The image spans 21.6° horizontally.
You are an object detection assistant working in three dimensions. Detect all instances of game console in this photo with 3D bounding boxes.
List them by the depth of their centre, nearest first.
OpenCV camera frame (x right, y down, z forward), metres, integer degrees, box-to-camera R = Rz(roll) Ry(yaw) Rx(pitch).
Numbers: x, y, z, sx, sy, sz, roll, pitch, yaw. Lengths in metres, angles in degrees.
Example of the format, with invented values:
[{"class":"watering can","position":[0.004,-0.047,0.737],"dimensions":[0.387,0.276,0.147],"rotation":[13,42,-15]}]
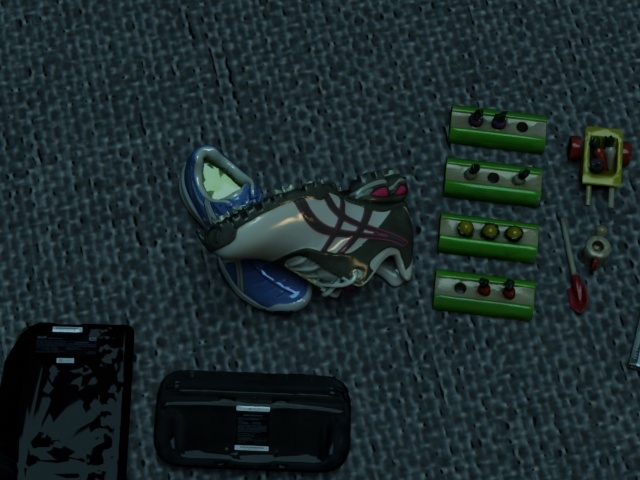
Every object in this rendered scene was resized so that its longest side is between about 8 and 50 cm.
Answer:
[{"class":"game console","position":[-0.149,0.194,1.706],"dimensions":[0.361,0.044,0.213],"rotation":[2,68,-2]}]

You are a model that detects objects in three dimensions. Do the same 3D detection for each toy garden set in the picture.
[{"class":"toy garden set","position":[0.234,-0.034,1.823],"dimensions":[0.204,0.049,0.244],"rotation":[7,66,0]}]

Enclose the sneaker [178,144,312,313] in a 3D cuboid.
[{"class":"sneaker","position":[-0.083,-0.011,1.777],"dimensions":[0.080,0.081,0.211],"rotation":[-34,74,-18]}]

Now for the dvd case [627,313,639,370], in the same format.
[{"class":"dvd case","position":[0.394,0.112,1.790],"dimensions":[0.119,0.013,0.087],"rotation":[17,67,5]}]

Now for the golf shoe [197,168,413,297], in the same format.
[{"class":"golf shoe","position":[0.000,0.000,1.717],"dimensions":[0.273,0.105,0.120],"rotation":[-10,82,-42]}]
